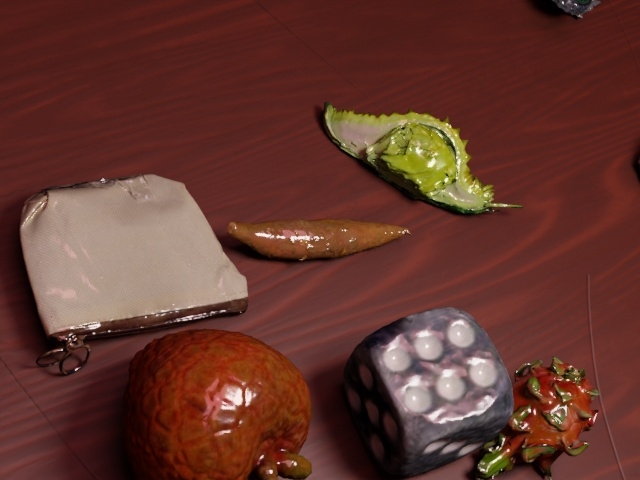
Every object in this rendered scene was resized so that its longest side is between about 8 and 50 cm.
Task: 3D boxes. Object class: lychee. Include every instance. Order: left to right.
[{"bbox_3d":[-0.127,0.230,1.471,0.300,0.255,0.255,22,46,33],"label":"lychee"}]

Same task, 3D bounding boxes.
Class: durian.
[{"bbox_3d":[0.168,-0.136,1.911,0.375,0.106,0.132,29,58,3],"label":"durian"}]

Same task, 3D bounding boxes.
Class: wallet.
[{"bbox_3d":[-0.278,0.029,1.653,0.335,0.068,0.275,-11,68,-35],"label":"wallet"}]

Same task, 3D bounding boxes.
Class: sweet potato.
[{"bbox_3d":[0.000,0.000,1.781,0.314,0.066,0.072,1,66,-25],"label":"sweet potato"}]

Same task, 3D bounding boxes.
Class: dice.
[{"bbox_3d":[0.148,0.211,1.624,0.182,0.183,0.181,-18,64,-22],"label":"dice"}]

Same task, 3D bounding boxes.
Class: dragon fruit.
[{"bbox_3d":[0.313,0.279,1.699,0.137,0.135,0.236,33,74,1],"label":"dragon fruit"}]

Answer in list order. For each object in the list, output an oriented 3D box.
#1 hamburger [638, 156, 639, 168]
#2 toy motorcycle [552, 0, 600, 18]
[{"bbox_3d":[0.690,-0.127,2.112,0.213,0.108,0.214,11,56,-17],"label":"hamburger"},{"bbox_3d":[0.513,-0.554,2.296,0.188,0.143,0.327,47,47,11],"label":"toy motorcycle"}]
